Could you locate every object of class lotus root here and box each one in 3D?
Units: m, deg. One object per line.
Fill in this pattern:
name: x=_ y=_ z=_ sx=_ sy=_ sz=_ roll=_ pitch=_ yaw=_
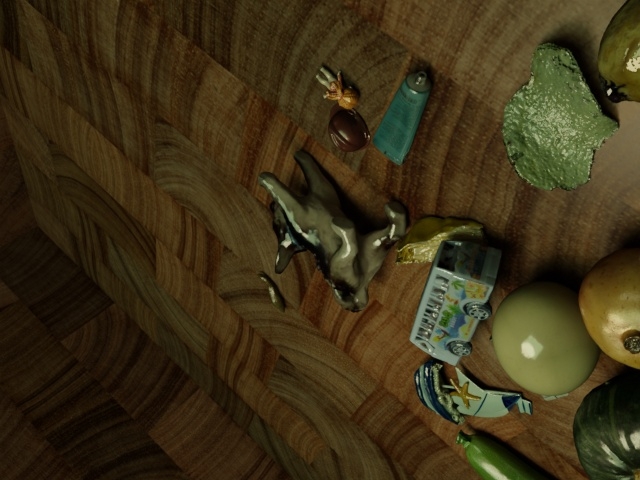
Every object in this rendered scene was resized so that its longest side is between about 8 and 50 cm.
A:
lotus root: x=0.417 y=-0.255 z=0.671 sx=0.138 sy=0.138 sz=0.214 roll=39 pitch=136 yaw=15

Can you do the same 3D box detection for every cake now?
cake: x=0.232 y=0.005 z=1.156 sx=0.185 sy=0.116 sz=0.079 roll=21 pitch=139 yaw=42

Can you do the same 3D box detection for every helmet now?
helmet: x=0.044 y=-0.224 z=1.189 sx=0.111 sy=0.057 sz=0.089 roll=53 pitch=148 yaw=-5

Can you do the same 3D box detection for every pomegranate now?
pomegranate: x=0.499 y=0.104 z=0.880 sx=0.191 sy=0.191 sz=0.191 roll=30 pitch=141 yaw=27

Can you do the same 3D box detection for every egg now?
egg: x=0.413 y=0.183 z=1.052 sx=0.186 sy=0.186 sz=0.241 roll=14 pitch=144 yaw=41

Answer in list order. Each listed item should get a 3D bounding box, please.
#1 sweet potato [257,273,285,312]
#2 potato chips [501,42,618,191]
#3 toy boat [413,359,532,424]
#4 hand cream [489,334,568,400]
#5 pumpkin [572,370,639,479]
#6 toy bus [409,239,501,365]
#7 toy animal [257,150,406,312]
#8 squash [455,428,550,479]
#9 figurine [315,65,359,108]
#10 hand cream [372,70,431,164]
sweet potato: x=-0.150 y=0.167 z=1.809 sx=0.041 sy=0.038 sz=0.153 roll=-21 pitch=105 yaw=31
potato chips: x=0.361 y=-0.184 z=0.871 sx=0.167 sy=0.059 sz=0.228 roll=27 pitch=135 yaw=20
toy boat: x=0.382 y=0.384 z=1.418 sx=0.291 sy=0.067 sz=0.220 roll=-7 pitch=119 yaw=38
hand cream: x=0.445 y=0.271 z=1.237 sx=0.194 sy=0.042 sz=0.067 roll=44 pitch=138 yaw=-1
pumpkin: x=0.606 y=0.364 z=0.998 sx=0.300 sy=0.207 sz=0.300 roll=32 pitch=133 yaw=41
toy bus: x=0.275 y=0.136 z=1.191 sx=0.136 sy=0.109 sz=0.329 roll=16 pitch=143 yaw=10
toy animal: x=0.000 y=0.000 z=1.339 sx=0.344 sy=0.194 sz=0.302 roll=35 pitch=139 yaw=29
squash: x=0.510 y=0.614 z=1.431 sx=0.395 sy=0.107 sz=0.107 roll=33 pitch=143 yaw=23
figurine: x=0.029 y=-0.305 z=1.143 sx=0.109 sy=0.047 sz=0.064 roll=46 pitch=123 yaw=16
hand cream: x=0.157 y=-0.231 z=1.078 sx=0.083 sy=0.048 sz=0.224 roll=42 pitch=152 yaw=12
